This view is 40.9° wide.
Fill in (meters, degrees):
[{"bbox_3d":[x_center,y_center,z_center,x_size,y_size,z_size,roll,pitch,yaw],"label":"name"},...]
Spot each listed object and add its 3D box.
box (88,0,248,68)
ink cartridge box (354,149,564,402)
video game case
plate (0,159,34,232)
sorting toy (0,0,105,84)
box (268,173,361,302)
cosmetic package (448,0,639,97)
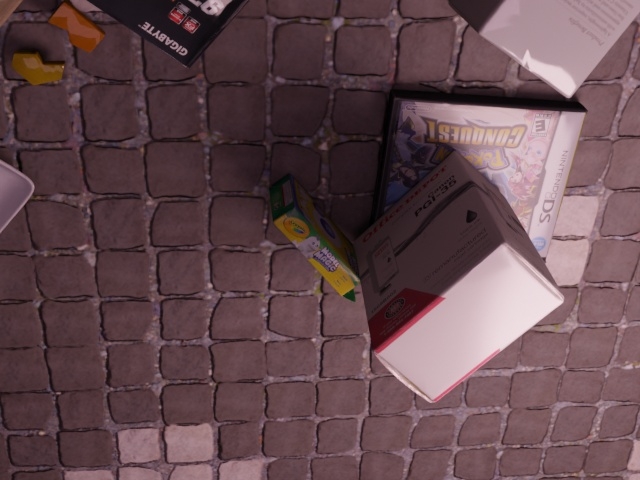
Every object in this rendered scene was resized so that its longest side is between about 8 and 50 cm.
[{"bbox_3d":[-0.183,-0.325,0.982,0.175,0.051,0.220,-44,134,17],"label":"box"},{"bbox_3d":[0.159,0.036,1.099,0.117,0.283,0.207,41,108,-21],"label":"ink cartridge box"},{"bbox_3d":[0.216,-0.083,1.219,0.274,0.035,0.248,2,120,-9],"label":"video game case"},{"bbox_3d":[-0.562,-0.060,1.124,0.277,0.045,0.278,36,110,-23],"label":"plate"},{"bbox_3d":[-0.425,-0.295,1.014,0.229,0.041,0.307,-44,116,12],"label":"sorting toy"},{"bbox_3d":[0.000,0.000,1.199,0.043,0.105,0.179,-33,119,13],"label":"box"},{"bbox_3d":[0.280,-0.303,1.033,0.151,0.151,0.184,29,112,-21],"label":"cosmetic package"}]
